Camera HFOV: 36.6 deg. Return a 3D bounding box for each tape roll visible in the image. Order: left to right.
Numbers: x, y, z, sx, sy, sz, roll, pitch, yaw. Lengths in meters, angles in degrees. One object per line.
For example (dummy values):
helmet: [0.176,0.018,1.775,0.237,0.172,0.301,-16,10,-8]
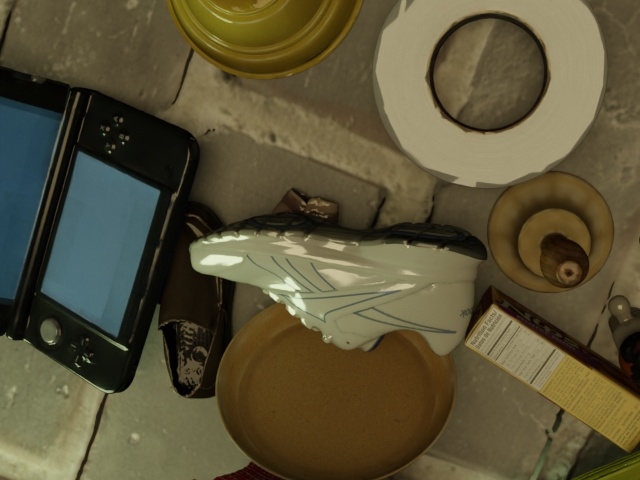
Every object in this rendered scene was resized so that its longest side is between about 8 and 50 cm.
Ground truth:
tape roll: [0.163,-0.162,0.939,0.219,0.072,0.219,2,99,11]

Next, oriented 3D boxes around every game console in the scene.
game console: [-0.297,-0.012,0.984,0.250,0.173,0.293,25,104,30]

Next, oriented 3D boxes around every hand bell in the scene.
hand bell: [0.213,0.011,0.869,0.126,0.242,0.126,2,99,9]

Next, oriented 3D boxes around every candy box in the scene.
candy box: [0.232,0.122,0.951,0.187,0.109,0.053,35,102,4]

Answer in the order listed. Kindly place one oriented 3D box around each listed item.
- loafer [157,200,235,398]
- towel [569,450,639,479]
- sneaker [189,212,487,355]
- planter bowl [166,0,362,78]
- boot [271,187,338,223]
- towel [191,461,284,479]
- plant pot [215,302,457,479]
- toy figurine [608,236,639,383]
loafer: [-0.133,0.067,1.023,0.080,0.078,0.220,-5,98,11]
towel: [0.292,0.232,0.929,0.102,0.021,0.237,21,138,-34]
sneaker: [0.007,0.042,0.934,0.297,0.111,0.129,7,103,20]
planter bowl: [-0.067,-0.269,0.955,0.217,0.090,0.217,2,99,11]
boot: [0.000,0.000,1.009,0.118,0.042,0.087,23,101,7]
towel: [-0.006,0.248,0.935,0.199,0.275,0.031,8,83,10]
plant pot: [0.016,0.146,0.959,0.236,0.236,0.032,5,136,10]
toy figurine: [0.382,0.067,0.895,0.210,0.148,0.213,23,102,6]
